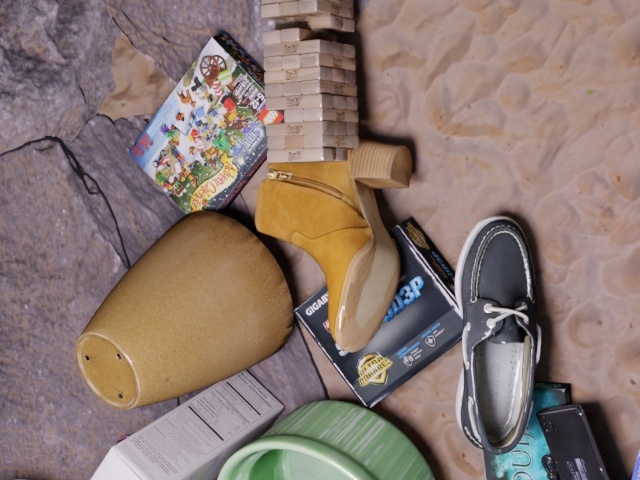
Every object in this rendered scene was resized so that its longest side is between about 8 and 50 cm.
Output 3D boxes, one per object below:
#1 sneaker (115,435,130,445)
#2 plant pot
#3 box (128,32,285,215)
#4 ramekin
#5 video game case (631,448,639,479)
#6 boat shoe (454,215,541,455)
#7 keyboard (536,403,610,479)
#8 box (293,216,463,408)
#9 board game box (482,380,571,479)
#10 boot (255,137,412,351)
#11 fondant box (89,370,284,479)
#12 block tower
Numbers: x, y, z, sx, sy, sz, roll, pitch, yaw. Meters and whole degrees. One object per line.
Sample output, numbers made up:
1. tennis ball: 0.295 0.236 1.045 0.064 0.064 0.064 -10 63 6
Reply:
1. sneaker: -0.268 0.379 2.223 0.063 0.075 0.170 -39 84 31
2. plant pot: -0.207 0.117 1.977 0.237 0.254 0.237 21 127 31
3. box: -0.150 -0.151 2.021 0.159 0.044 0.233 46 121 10
4. ramekin: 0.019 0.370 1.994 0.303 0.148 0.303 16 124 25
5. video game case: 0.486 0.420 1.795 0.244 0.061 0.270 24 116 38
6. boat shoe: 0.232 0.122 1.832 0.114 0.091 0.303 -4 100 -10
7. keyboard: 0.333 0.301 1.862 0.108 0.023 0.180 -19 91 50
8. box: 0.094 0.101 1.958 0.220 0.051 0.175 -40 83 31
9. board game box: 0.277 0.279 1.925 0.126 0.026 0.186 0 104 28
10. boot: 0.000 -0.001 1.902 0.211 0.104 0.295 2 72 36
11. fondant box: -0.218 0.338 2.034 0.096 0.330 0.238 43 120 13
12. block tower: -0.016 -0.268 1.848 0.097 0.091 0.336 0 91 33
